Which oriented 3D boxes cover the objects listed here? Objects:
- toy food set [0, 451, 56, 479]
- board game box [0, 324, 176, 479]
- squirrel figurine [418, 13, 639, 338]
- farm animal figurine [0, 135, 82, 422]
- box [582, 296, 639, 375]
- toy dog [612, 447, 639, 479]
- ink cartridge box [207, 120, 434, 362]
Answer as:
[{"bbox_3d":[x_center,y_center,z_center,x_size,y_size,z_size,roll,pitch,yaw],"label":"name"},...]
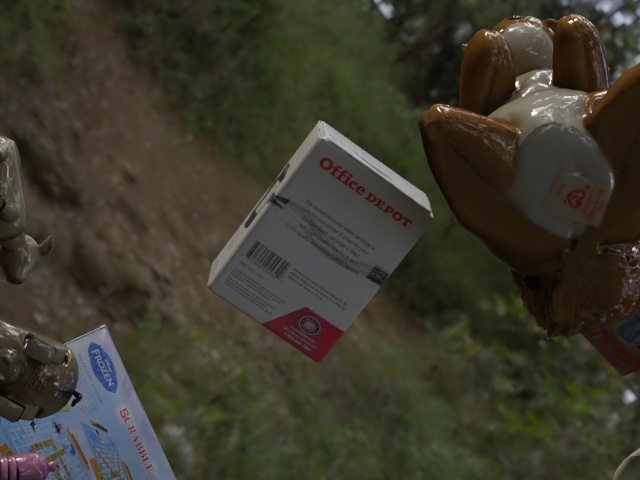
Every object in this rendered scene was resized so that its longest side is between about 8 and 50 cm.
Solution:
[{"bbox_3d":[-0.169,0.161,0.865,0.122,0.078,0.019,47,-27,-3],"label":"toy food set"},{"bbox_3d":[-0.376,0.323,2.231,0.318,0.066,0.318,-24,90,-48],"label":"board game box"},{"bbox_3d":[0.281,-0.091,1.893,0.370,0.281,0.397,-100,170,-66],"label":"squirrel figurine"},{"bbox_3d":[-0.380,0.075,1.647,0.327,0.330,0.172,44,-1,2],"label":"farm animal figurine"},{"bbox_3d":[0.487,0.078,2.187,0.154,0.142,0.300,46,-20,-2],"label":"box"},{"bbox_3d":[0.463,0.292,1.172,0.408,0.285,0.395,12,58,-55],"label":"toy dog"},{"bbox_3d":[0.000,0.000,1.870,0.172,0.237,0.100,35,15,-10],"label":"ink cartridge box"}]
